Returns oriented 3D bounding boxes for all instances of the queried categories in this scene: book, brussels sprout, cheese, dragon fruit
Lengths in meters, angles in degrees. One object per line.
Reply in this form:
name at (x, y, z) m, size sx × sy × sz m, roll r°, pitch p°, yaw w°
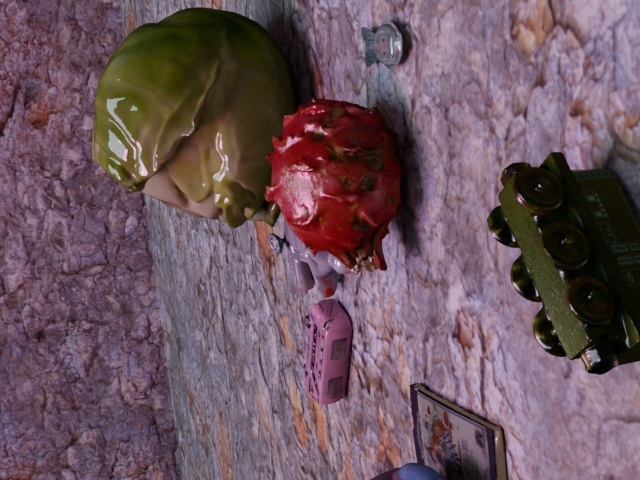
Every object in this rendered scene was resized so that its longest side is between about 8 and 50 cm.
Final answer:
book at (0.196, 0.310, 1.330) m, size 0.231 × 0.026 × 0.157 m, roll -163°, pitch 63°, yaw -66°
brussels sprout at (-0.200, -0.227, 1.637) m, size 0.425 × 0.343 × 0.360 m, roll 23°, pitch -93°, yaw -74°
cheese at (0.089, -0.273, 1.290) m, size 0.121 × 0.026 × 0.067 m, roll -159°, pitch 60°, yaw -66°
dragon fruit at (0.026, -0.075, 1.333) m, size 0.205 × 0.210 × 0.268 m, roll 168°, pitch 84°, yaw -86°

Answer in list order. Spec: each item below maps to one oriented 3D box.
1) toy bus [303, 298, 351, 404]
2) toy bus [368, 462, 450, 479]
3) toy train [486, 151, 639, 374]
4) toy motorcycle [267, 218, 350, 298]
toy bus at (0.011, 0.207, 1.690) m, size 0.090 × 0.063 × 0.203 m, roll -128°, pitch 34°, yaw -48°
toy bus at (0.104, 0.428, 1.251) m, size 0.197 × 0.294 × 0.231 m, roll 24°, pitch 125°, yaw 45°
toy train at (0.255, 0.017, 0.880) m, size 0.090 × 0.137 × 0.225 m, roll 117°, pitch 141°, yaw -56°
toy motorcycle at (0.000, 0.000, 1.564) m, size 0.171 × 0.110 × 0.260 m, roll 45°, pitch 148°, yaw 36°
